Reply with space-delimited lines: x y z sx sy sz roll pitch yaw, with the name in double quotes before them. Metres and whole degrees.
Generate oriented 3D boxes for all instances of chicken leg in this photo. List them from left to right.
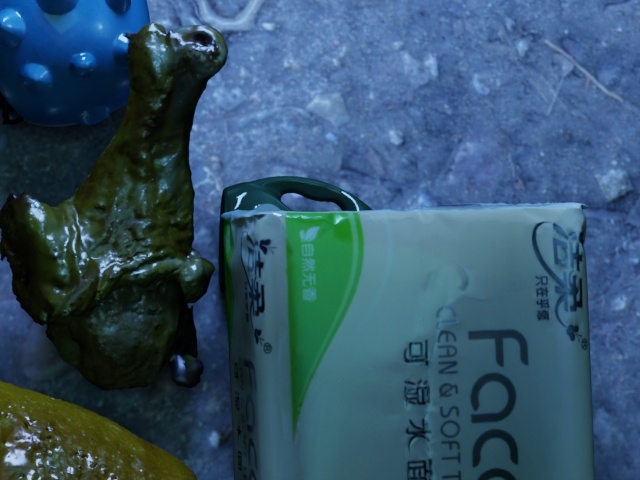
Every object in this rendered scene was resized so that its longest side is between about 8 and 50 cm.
"chicken leg" -0.204 -0.033 1.303 0.211 0.140 0.361 0 98 -22

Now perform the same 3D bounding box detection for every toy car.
"toy car" -0.270 -0.244 1.338 0.188 0.190 0.255 -18 80 -13

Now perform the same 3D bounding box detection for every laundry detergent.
"laundry detergent" 0.000 0.000 1.400 0.210 0.063 0.137 1 75 -10

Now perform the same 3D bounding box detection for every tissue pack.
"tissue pack" 0.083 0.166 1.278 0.331 0.205 0.405 -2 90 -14

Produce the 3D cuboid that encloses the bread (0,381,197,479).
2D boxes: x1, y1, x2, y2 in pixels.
"bread" -0.255 0.282 1.174 0.337 0.148 0.328 29 50 -21
